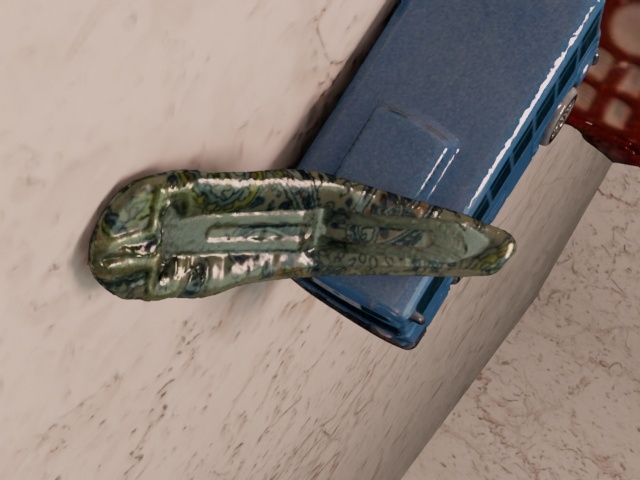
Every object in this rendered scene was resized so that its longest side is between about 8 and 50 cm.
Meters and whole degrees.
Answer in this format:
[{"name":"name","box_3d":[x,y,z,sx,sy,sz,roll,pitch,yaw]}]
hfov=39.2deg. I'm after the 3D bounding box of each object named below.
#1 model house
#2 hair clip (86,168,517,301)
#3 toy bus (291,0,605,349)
[{"name":"model house","box_3d":[0.353,-0.242,0.953,0.196,0.160,0.254,-46,158,-33]},{"name":"hair clip","box_3d":[-0.002,-0.001,0.440,0.229,0.036,0.066,1,110,-29]},{"name":"toy bus","box_3d":[0.067,-0.057,0.550,0.234,0.116,0.133,-58,165,-2]}]
